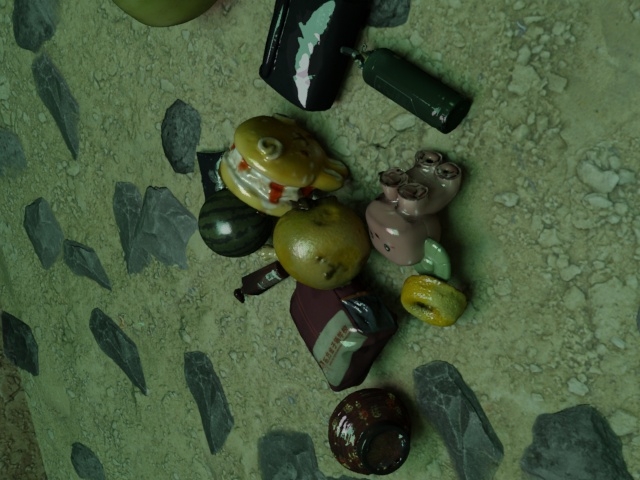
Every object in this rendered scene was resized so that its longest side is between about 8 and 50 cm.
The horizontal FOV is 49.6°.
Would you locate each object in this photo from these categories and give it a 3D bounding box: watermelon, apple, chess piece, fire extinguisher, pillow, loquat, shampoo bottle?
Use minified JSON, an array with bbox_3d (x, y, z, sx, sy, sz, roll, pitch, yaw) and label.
[{"bbox_3d":[-0.241,-0.051,1.963,0.212,0.212,0.212,14,114,35],"label":"watermelon"},{"bbox_3d":[-0.401,-0.737,1.768,0.357,0.357,0.357,14,114,35],"label":"apple"},{"bbox_3d":[-0.102,0.038,1.962,0.172,0.060,0.060,3,108,27],"label":"chess piece"},{"bbox_3d":[0.185,-0.359,1.574,0.311,0.114,0.095,40,122,24],"label":"fire extinguisher"},{"bbox_3d":[-0.314,-0.166,2.084,0.141,0.055,0.208,6,110,40],"label":"pillow"},{"bbox_3d":[0.000,0.000,1.696,0.244,0.244,0.243,14,114,35],"label":"loquat"},{"bbox_3d":[-0.180,0.124,2.074,0.236,0.067,0.068,-29,78,42],"label":"shampoo bottle"}]

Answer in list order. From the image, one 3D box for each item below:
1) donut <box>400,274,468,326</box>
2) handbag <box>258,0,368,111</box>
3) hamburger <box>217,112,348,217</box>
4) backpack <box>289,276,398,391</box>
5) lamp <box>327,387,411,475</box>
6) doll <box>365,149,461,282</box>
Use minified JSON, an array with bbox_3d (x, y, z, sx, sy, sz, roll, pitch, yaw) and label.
[{"bbox_3d":[0.265,0.149,1.652,0.162,0.065,0.178,17,158,17],"label":"donut"},{"bbox_3d":[-0.058,-0.497,1.676,0.275,0.178,0.301,35,125,24],"label":"handbag"},{"bbox_3d":[-0.092,-0.191,1.774,0.303,0.261,0.186,38,124,1],"label":"hamburger"},{"bbox_3d":[0.045,0.202,1.836,0.317,0.197,0.283,54,131,33],"label":"backpack"},{"bbox_3d":[0.132,0.509,1.858,0.247,0.247,0.246,14,114,35],"label":"lamp"},{"bbox_3d":[0.220,-0.044,1.632,0.284,0.216,0.268,45,155,39],"label":"doll"}]
